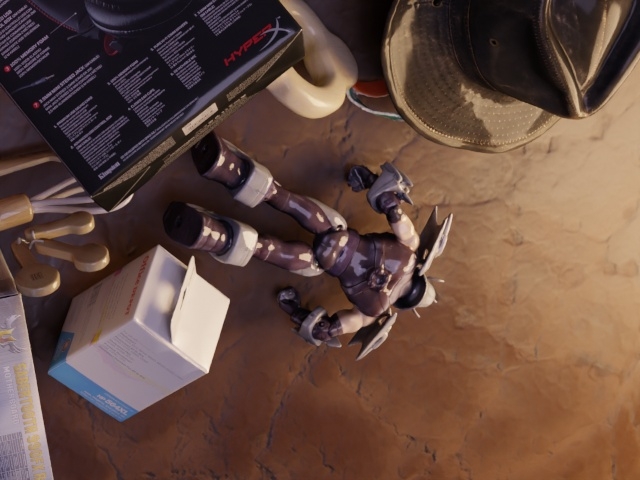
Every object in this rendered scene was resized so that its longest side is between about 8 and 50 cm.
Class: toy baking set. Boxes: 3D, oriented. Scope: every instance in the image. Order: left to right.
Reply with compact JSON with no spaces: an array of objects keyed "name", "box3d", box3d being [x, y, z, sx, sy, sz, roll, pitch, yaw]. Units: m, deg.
[{"name":"toy baking set","box3d":[-0.263,-0.014,1.565,0.197,0.256,0.030,1,126,5]}]

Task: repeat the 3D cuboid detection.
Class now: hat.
[{"name":"hat","box3d":[0.214,-0.199,1.620,0.331,0.134,0.331,-19,130,-24]}]

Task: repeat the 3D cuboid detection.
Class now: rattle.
[{"name":"rattle","box3d":[-0.032,-0.136,1.669,0.143,0.130,0.199,-43,148,19]}]

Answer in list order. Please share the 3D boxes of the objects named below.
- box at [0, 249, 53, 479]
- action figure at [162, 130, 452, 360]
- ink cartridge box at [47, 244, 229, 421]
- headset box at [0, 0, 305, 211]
[{"name":"box","box3d":[-0.279,0.125,1.605,0.056,0.183,0.231,-12,110,-14]},{"name":"action figure","box3d":[0.000,0.000,1.708,0.285,0.099,0.185,26,91,-28]},{"name":"ink cartridge box","box3d":[-0.155,0.080,1.644,0.090,0.092,0.143,39,133,-25]},{"name":"headset box","box3d":[-0.185,-0.206,1.513,0.218,0.110,0.293,-39,85,-3]}]
